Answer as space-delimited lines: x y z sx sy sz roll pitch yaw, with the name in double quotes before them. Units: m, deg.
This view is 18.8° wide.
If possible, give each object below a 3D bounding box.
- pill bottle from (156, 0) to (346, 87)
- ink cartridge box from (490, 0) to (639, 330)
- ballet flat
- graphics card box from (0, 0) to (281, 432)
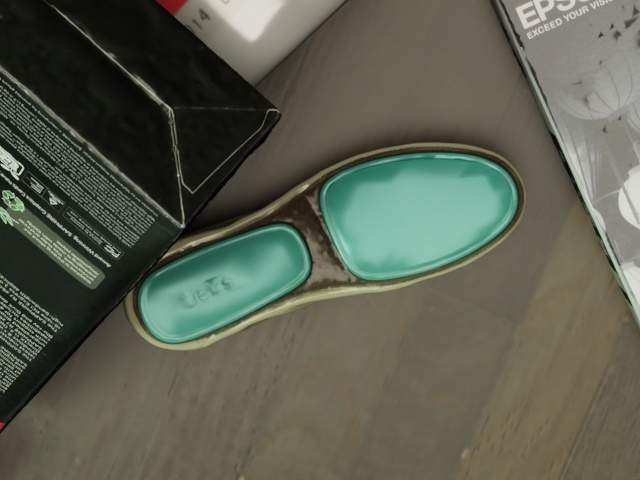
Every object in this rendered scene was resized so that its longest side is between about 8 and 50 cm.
"pill bottle" -0.153 -0.253 1.060 0.229 0.229 0.408 -43 95 7
"ink cartridge box" 0.214 -0.092 1.154 0.165 0.065 0.333 -26 95 6
"ballet flat" 0.000 0.000 1.166 0.248 0.086 0.086 -16 97 -1
"graphics card box" -0.192 -0.044 1.038 0.233 0.371 0.094 42 60 -3
